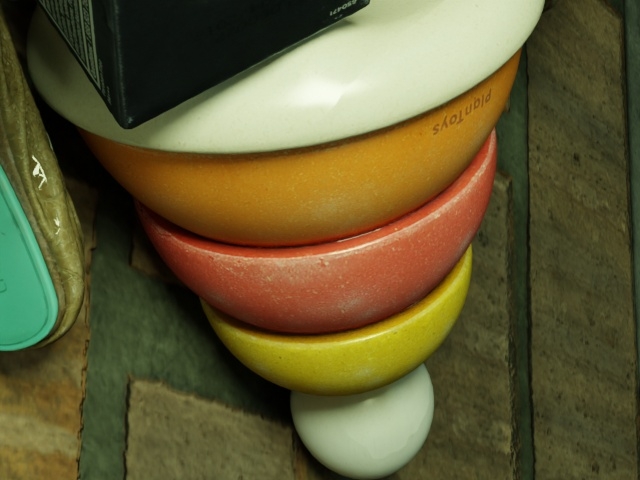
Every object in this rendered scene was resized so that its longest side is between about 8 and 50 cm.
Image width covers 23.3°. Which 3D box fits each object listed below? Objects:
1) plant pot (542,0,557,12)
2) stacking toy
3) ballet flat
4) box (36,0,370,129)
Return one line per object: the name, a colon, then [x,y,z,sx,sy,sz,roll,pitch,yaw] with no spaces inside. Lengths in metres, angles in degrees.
plant pot: [0.165,-0.376,1.481,0.323,0.323,0.280,25,78,-53]
stacking toy: [0.000,0.000,1.156,0.350,0.350,0.480,-57,146,-47]
ballet flat: [-0.221,-0.099,0.954,0.124,0.116,0.342,-72,143,-68]
box: [-0.108,-0.276,0.808,0.182,0.296,0.294,-30,69,-19]
